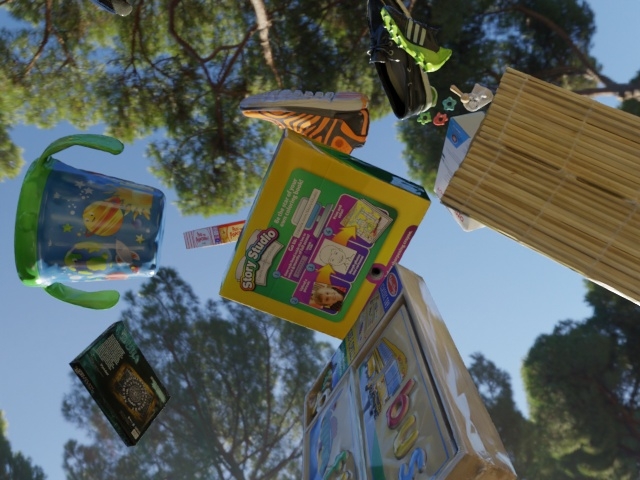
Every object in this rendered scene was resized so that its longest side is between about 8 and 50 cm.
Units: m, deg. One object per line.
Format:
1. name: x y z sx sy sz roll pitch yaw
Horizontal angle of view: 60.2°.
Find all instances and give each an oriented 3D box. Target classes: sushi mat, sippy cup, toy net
1. sushi mat: 0.279 -0.032 0.502 0.151 0.316 0.019 -62 -21 6
2. sippy cup: -0.403 -0.024 1.008 0.224 0.305 0.240 5 -115 -13
3. toy net: 0.412 -0.421 1.705 0.045 0.232 0.122 -33 -58 -68

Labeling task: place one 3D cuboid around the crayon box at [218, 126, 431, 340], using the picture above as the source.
1. crayon box: 0.000 0.000 1.140 0.313 0.106 0.363 22 -68 -10

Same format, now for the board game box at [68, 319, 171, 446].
1. board game box: -0.353 0.254 0.991 0.186 0.026 0.126 64 -154 -16

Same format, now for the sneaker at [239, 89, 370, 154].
1. sneaker: -0.041 -0.266 1.348 0.125 0.321 0.180 -61 -27 -58

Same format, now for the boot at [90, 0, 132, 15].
1. boot: -0.357 -0.390 0.762 0.077 0.198 0.137 -42 -25 20

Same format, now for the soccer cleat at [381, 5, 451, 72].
1. soccer cleat: 0.196 -0.425 1.142 0.072 0.060 0.179 -37 -103 -5

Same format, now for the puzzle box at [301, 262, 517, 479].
1. puzzle box: 0.063 0.214 0.646 0.052 0.409 0.272 30 -75 -10

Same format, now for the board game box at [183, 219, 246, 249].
1. board game box: -0.206 -0.022 1.326 0.193 0.146 0.045 -15 -84 -47

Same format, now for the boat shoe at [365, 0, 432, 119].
1. boat shoe: 0.179 -0.465 1.410 0.113 0.127 0.340 -39 -56 -23

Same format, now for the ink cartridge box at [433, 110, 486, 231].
1. ink cartridge box: 0.325 -0.144 1.169 0.085 0.148 0.203 -15 -40 -15
